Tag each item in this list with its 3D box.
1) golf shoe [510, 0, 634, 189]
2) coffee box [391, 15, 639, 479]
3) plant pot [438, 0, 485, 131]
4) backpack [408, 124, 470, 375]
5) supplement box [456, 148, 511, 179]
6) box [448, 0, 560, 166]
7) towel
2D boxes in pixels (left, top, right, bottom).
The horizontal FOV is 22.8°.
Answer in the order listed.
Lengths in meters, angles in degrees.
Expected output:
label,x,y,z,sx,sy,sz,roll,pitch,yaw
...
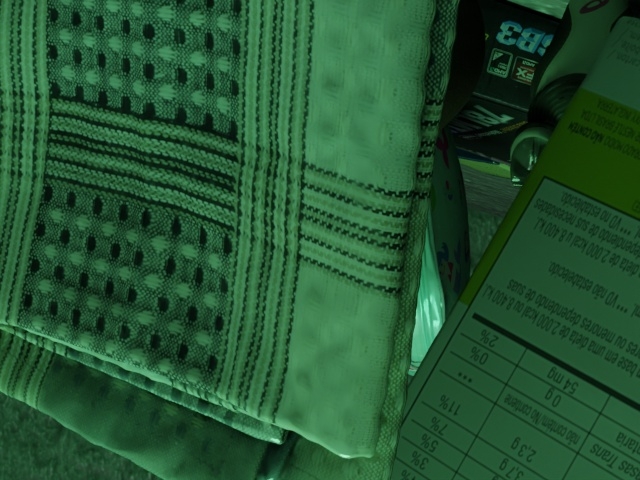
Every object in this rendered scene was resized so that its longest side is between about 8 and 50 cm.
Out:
label,x,y,z,sx,sy,sz,roll,pitch,yaw
golf shoe,0.188,-0.052,0.944,0.105,0.120,0.273,4,165,19
coffee box,0.258,0.148,0.753,0.338,0.334,0.337,29,179,40
plant pot,-0.018,-0.104,0.835,0.215,0.215,0.230,16,-166,35
backpack,0.000,0.000,1.047,0.191,0.225,0.253,-6,166,18
supplement box,0.168,-0.093,1.490,0.083,0.056,0.083,19,178,-40
box,0.081,-0.123,1.135,0.293,0.073,0.295,19,178,-11
towel,-0.081,-0.054,0.704,0.312,0.324,0.056,17,-162,35
